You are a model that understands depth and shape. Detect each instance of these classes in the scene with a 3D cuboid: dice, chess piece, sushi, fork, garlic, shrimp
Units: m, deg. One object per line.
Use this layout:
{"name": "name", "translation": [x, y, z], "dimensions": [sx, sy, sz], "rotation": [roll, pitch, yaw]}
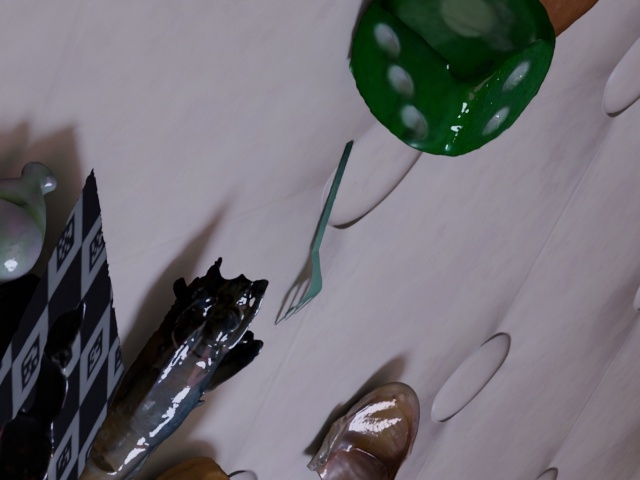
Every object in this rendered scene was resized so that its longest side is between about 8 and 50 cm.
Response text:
{"name": "dice", "translation": [0.110, -0.155, 1.653], "dimensions": [0.131, 0.128, 0.120], "rotation": [-34, 155, -35]}
{"name": "chess piece", "translation": [-0.267, 0.052, 1.327], "dimensions": [0.272, 0.139, 0.139], "rotation": [-54, 160, -18]}
{"name": "sushi", "translation": [-0.245, 0.146, 1.476], "dimensions": [0.339, 0.068, 0.320], "rotation": [91, 18, -61]}
{"name": "fork", "translation": [0.001, 0.001, 1.846], "dimensions": [0.039, 0.021, 0.235], "rotation": [-32, 153, -42]}
{"name": "garlic", "translation": [0.057, 0.239, 2.242], "dimensions": [0.174, 0.099, 0.124], "rotation": [-56, 171, 15]}
{"name": "shrimp", "translation": [-0.119, 0.125, 1.755], "dimensions": [0.289, 0.075, 0.178], "rotation": [-59, 169, 20]}

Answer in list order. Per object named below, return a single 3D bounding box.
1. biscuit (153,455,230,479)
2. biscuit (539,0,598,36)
{"name": "biscuit", "translation": [-0.187, 0.331, 2.001], "dimensions": [0.202, 0.044, 0.289], "rotation": [-21, 146, -48]}
{"name": "biscuit", "translation": [0.219, -0.248, 1.827], "dimensions": [0.192, 0.036, 0.186], "rotation": [-38, 154, -27]}
